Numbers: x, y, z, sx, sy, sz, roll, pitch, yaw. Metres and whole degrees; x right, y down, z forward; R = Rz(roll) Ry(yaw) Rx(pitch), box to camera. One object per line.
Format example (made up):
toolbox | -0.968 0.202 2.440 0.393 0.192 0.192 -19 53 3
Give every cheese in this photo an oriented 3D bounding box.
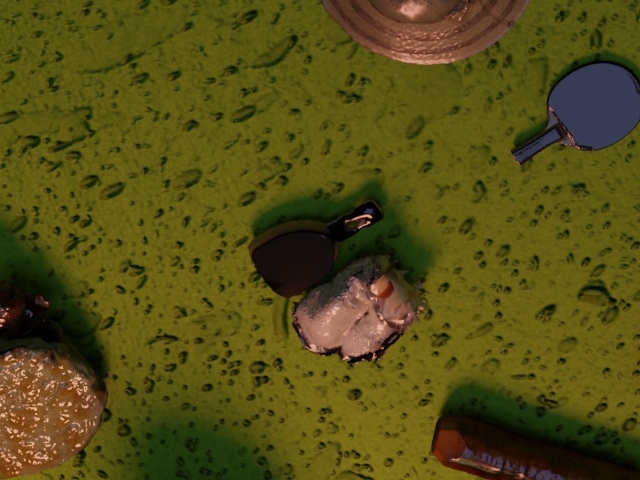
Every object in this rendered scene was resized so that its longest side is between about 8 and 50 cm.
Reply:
cheese | 0.000 0.000 1.731 0.162 0.036 0.086 -30 105 22

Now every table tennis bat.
table tennis bat | 0.276 -0.132 1.629 0.158 0.014 0.095 -33 107 21

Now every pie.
pie | -0.399 0.191 1.862 0.274 0.105 0.257 -26 118 21

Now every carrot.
carrot | 0.262 0.267 1.802 0.260 0.070 0.070 15 118 1

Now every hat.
hat | 0.099 -0.280 1.534 0.252 0.110 0.252 4 118 8

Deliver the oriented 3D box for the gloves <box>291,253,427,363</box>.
gloves | 0.044 0.084 1.747 0.153 0.070 0.114 -36 111 24
